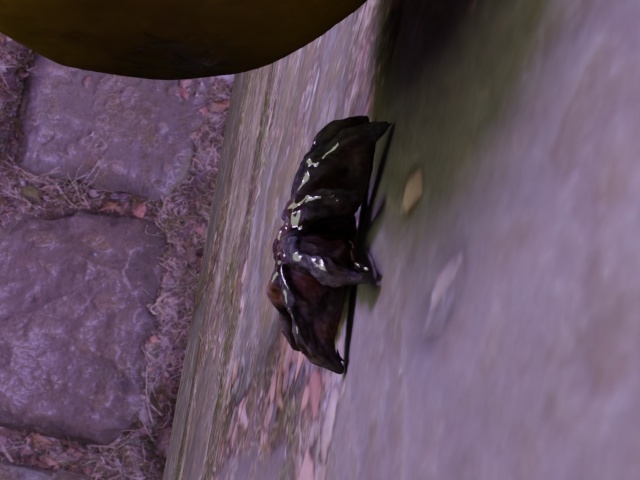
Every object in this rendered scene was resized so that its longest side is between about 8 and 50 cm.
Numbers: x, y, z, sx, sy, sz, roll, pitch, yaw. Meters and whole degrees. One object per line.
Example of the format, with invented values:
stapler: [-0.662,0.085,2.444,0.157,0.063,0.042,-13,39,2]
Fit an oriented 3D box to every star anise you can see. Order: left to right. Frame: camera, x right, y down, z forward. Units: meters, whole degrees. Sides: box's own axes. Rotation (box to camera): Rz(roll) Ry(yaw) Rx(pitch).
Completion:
star anise: [-0.001,0.001,0.499,0.141,0.042,0.141,-169,90,-83]

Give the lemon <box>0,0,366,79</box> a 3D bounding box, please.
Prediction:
lemon: [-0.069,-0.211,0.410,0.297,0.297,0.297,-169,90,-81]
